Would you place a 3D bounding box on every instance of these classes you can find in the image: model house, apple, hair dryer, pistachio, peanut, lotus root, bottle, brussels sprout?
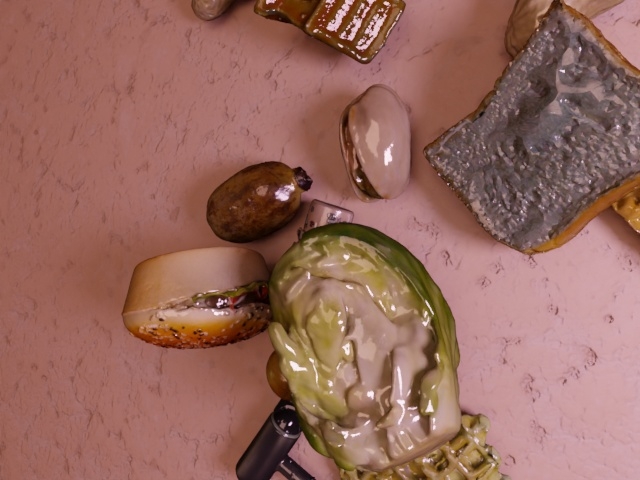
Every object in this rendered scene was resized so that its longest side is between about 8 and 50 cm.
[{"bbox_3d":[0.055,-0.477,0.773,0.239,0.173,0.268,40,105,21],"label":"model house"},{"bbox_3d":[-0.052,0.258,0.814,0.114,0.099,0.102,-29,49,-5],"label":"apple"},{"bbox_3d":[-0.026,0.460,0.823,0.248,0.078,0.196,36,100,11],"label":"hair dryer"},{"bbox_3d":[0.106,-0.181,0.761,0.143,0.144,0.215,-5,94,23],"label":"pistachio"},{"bbox_3d":[0.409,-0.399,0.648,0.256,0.123,0.124,-39,73,17],"label":"peanut"},{"bbox_3d":[-0.127,-0.083,0.855,0.260,0.128,0.145,-23,92,26],"label":"lotus root"},{"bbox_3d":[0.001,0.000,0.815,0.098,0.099,0.152,23,100,23],"label":"bottle"},{"bbox_3d":[0.078,0.154,0.660,0.275,0.315,0.371,-25,63,9],"label":"brussels sprout"},{"bbox_3d":[-0.214,-0.595,0.943,0.214,0.090,0.099,-29,106,20],"label":"peanut"}]

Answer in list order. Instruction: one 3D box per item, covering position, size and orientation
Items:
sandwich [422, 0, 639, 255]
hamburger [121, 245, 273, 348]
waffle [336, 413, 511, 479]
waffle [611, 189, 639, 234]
[{"bbox_3d":[0.338,-0.145,0.619,0.271,0.099,0.301,57,131,22],"label":"sandwich"},{"bbox_3d":[-0.226,0.122,0.799,0.300,0.300,0.176,-14,76,22],"label":"hamburger"},{"bbox_3d":[0.169,0.424,0.729,0.316,0.073,0.298,2,88,23],"label":"waffle"},{"bbox_3d":[0.544,-0.041,0.564,0.274,0.057,0.168,53,138,18],"label":"waffle"}]
